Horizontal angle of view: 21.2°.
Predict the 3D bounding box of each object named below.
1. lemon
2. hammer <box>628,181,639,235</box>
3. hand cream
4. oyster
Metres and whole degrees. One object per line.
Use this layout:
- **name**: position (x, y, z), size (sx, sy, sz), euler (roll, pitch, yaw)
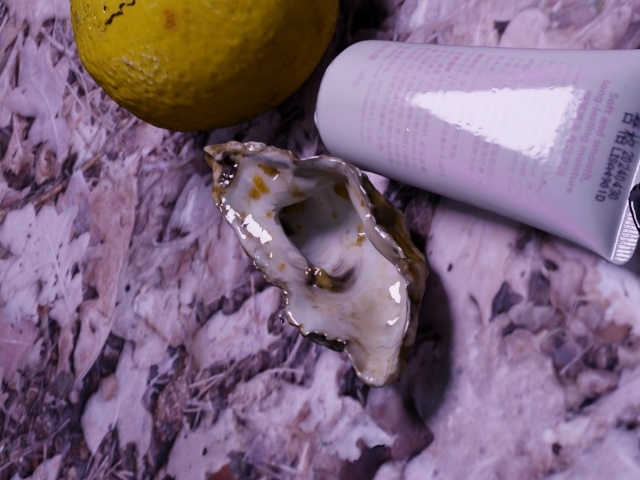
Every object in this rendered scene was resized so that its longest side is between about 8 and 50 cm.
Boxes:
- **lemon**: position (-0.110, -0.243, 1.725), size (0.310, 0.258, 0.257), euler (-21, 58, 40)
- **hammer**: position (0.382, 0.051, 1.159), size (0.242, 0.095, 0.408), euler (-40, 51, 30)
- **hand cream**: position (0.152, -0.098, 1.478), size (0.359, 0.118, 0.185), euler (15, 82, 44)
- **oyster**: position (0.002, 0.003, 1.589), size (0.341, 0.110, 0.166), euler (31, 102, 48)
